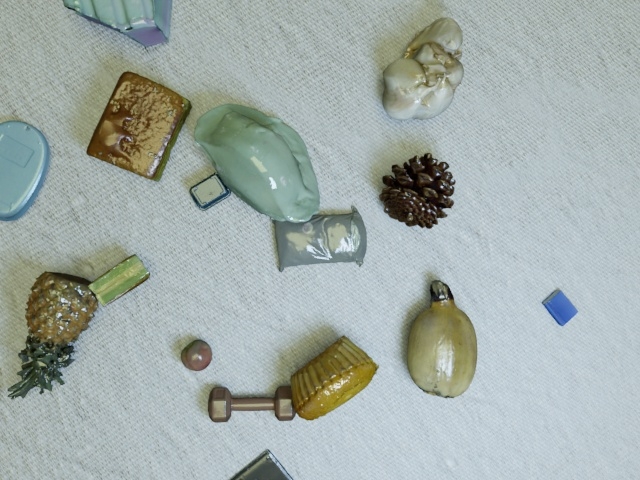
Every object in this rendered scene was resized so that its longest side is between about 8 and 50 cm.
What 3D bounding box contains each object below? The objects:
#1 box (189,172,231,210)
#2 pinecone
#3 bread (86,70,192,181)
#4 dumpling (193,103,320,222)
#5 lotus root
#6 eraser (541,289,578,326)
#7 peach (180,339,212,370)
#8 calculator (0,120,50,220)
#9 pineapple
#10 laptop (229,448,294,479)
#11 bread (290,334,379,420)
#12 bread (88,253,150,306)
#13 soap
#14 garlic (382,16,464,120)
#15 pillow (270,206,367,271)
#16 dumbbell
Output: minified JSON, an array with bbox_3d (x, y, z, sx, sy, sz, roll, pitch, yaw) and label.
[{"bbox_3d":[-0.290,-0.129,1.474,0.099,0.054,0.074,-32,92,-4],"label":"box"},{"bbox_3d":[0.259,-0.133,1.473,0.207,0.208,0.208,0,91,-6],"label":"pinecone"},{"bbox_3d":[-0.456,-0.287,1.427,0.184,0.110,0.234,23,88,-6],"label":"bread"},{"bbox_3d":[-0.162,-0.194,1.426,0.211,0.270,0.321,-22,119,16],"label":"dumpling"},{"bbox_3d":[0.322,0.261,1.494,0.182,0.183,0.310,5,85,-6],"label":"lotus root"},{"bbox_3d":[0.676,0.190,1.593,0.063,0.027,0.085,-41,95,-3],"label":"eraser"},{"bbox_3d":[-0.319,0.300,1.465,0.083,0.083,0.083,0,91,-6],"label":"peach"},{"bbox_3d":[-0.806,-0.160,1.426,0.188,0.042,0.303,28,85,-6],"label":"calculator"},{"bbox_3d":[-0.668,0.248,1.393,0.169,0.169,0.341,21,91,-6],"label":"pineapple"},{"bbox_3d":[-0.171,0.667,1.519,0.180,0.016,0.129,-38,95,-5],"label":"laptop"},{"bbox_3d":[0.025,0.355,1.435,0.240,0.240,0.139,-36,75,-4],"label":"bread"},{"bbox_3d":[-0.507,0.104,1.419,0.139,0.084,0.074,-40,95,-25],"label":"bread"},{"bbox_3d":[-0.520,-0.711,1.390,0.261,0.156,0.447,-16,92,-6],"label":"soap"},{"bbox_3d":[0.283,-0.422,1.461,0.281,0.203,0.185,-45,114,-7],"label":"garlic"},{"bbox_3d":[0.000,0.000,1.506,0.254,0.059,0.169,-5,94,-7],"label":"pillow"},{"bbox_3d":[-0.179,0.430,1.481,0.230,0.092,0.082,1,118,-5],"label":"dumbbell"}]
